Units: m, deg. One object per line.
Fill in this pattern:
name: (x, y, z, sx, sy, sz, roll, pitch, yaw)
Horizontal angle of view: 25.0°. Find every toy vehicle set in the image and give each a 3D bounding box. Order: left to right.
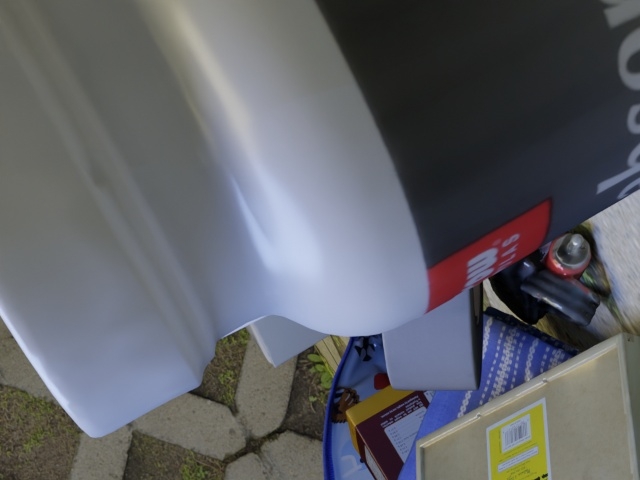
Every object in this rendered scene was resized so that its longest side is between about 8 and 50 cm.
toy vehicle set: (0.167, 0.196, 1.135, 0.267, 0.035, 0.166, -37, 43, 48)

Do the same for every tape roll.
tape roll: (0.095, 0.016, 1.207, 0.219, 0.072, 0.219, -1, -90, -81)

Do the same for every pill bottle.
pill bottle: (0.039, -0.095, 0.508, 0.210, 0.362, 0.210, 59, 172, 13)

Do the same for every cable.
cable: (0.189, 0.025, 1.207, 0.139, 0.072, 0.287, 43, 179, 20)

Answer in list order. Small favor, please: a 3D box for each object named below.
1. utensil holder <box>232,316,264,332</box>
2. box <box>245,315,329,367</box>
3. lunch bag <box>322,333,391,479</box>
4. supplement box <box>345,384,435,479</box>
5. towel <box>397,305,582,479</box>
utensil holder: (-0.034, -0.174, 0.841, 0.386, 0.327, 0.327, 62, 172, -1)
box: (0.000, 0.000, 1.553, 0.148, 0.232, 0.127, 50, 167, 51)
lunch bag: (0.126, 0.300, 1.791, 0.328, 0.238, 0.386, 72, -171, -60)
supplement box: (0.159, 0.229, 1.517, 0.194, 0.191, 0.129, 58, 172, 22)
towel: (0.166, 0.199, 1.204, 0.040, 0.243, 0.336, 22, -178, -26)
